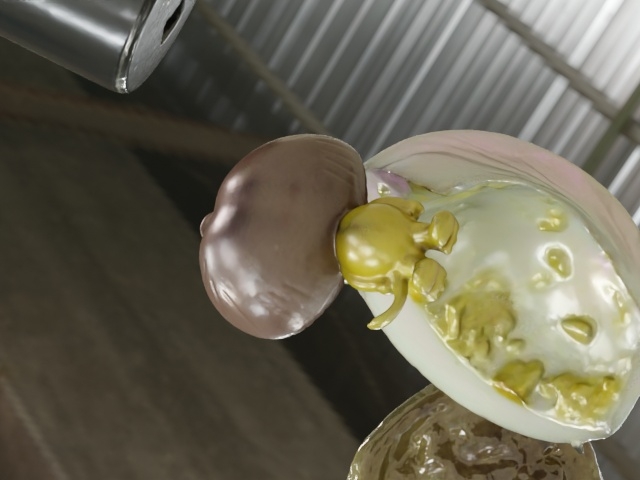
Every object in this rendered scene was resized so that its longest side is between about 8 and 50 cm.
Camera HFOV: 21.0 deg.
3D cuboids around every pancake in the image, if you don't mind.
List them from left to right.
[{"bbox_3d":[0.134,0.229,1.484,0.242,0.242,0.050,29,174,-7],"label":"pancake"}]

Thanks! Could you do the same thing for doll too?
[{"bbox_3d":[-0.002,0.009,1.155,0.188,0.145,0.096,36,-179,33],"label":"doll"}]

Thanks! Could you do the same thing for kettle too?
[{"bbox_3d":[-0.244,-0.295,1.457,0.308,0.262,0.203,29,-148,3],"label":"kettle"}]

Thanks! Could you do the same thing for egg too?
[{"bbox_3d":[0.146,0.013,1.310,0.271,0.206,0.162,50,-117,-7],"label":"egg"}]
